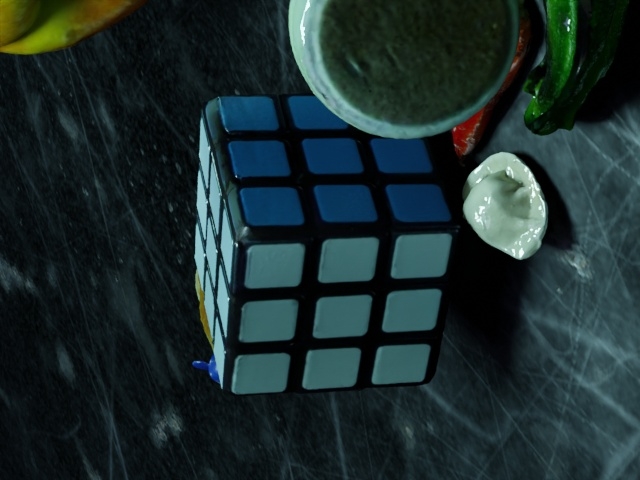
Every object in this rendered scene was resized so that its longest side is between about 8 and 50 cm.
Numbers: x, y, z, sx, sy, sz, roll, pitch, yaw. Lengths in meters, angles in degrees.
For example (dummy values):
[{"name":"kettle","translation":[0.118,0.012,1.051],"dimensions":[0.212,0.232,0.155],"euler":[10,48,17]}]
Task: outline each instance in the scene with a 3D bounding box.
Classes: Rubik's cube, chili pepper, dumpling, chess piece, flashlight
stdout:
[{"name":"Rubik's cube","translation":[0.000,0.000,1.419],"dimensions":[0.161,0.162,0.163],"euler":[-105,15,-47]},{"name":"chili pepper","translation":[0.145,-0.175,1.175],"dimensions":[0.122,0.065,0.279],"euler":[37,140,51]},{"name":"dumpling","translation":[0.128,-0.025,1.344],"dimensions":[0.052,0.057,0.076],"euler":[42,-166,-15]},{"name":"chess piece","translation":[0.047,-0.169,1.275],"dimensions":[0.272,0.139,0.139],"euler":[-95,-3,-68]},{"name":"flashlight","translation":[-0.069,0.110,1.816],"dimensions":[0.121,0.057,0.035],"euler":[-22,50,58]},{"name":"chili pepper","translation":[0.108,-0.108,1.333],"dimensions":[0.045,0.027,0.178],"euler":[56,152,25]}]

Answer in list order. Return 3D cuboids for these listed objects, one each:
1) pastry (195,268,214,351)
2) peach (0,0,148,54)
[{"name":"pastry","translation":[-0.050,0.051,1.685],"dimensions":[0.153,0.081,0.153],"euler":[44,142,49]},{"name":"peach","translation":[-0.248,-0.320,1.579],"dimensions":[0.332,0.307,0.308],"euler":[62,153,15]}]
